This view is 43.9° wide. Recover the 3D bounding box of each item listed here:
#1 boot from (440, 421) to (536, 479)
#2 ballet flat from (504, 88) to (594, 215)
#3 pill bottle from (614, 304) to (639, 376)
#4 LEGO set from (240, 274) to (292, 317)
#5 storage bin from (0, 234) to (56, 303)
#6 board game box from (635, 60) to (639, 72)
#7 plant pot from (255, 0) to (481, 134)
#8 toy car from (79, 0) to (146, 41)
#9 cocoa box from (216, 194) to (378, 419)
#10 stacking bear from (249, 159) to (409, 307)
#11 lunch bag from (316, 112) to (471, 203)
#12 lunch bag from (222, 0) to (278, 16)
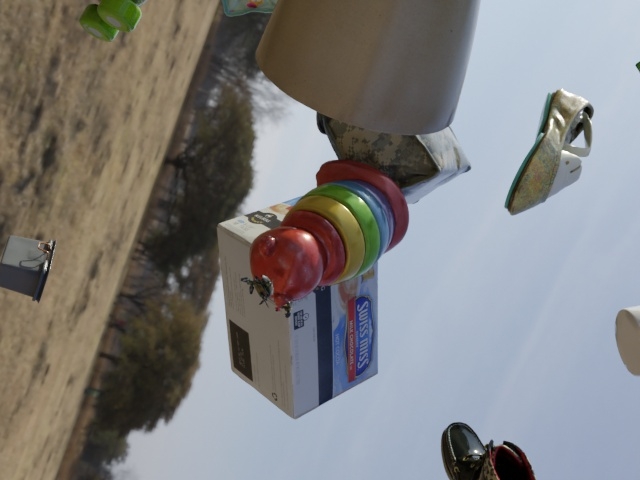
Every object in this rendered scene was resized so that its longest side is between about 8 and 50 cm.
[{"bbox_3d":[0.265,0.352,1.250,0.236,0.085,0.178,-107,-164,-45],"label":"boot"},{"bbox_3d":[0.442,-0.164,1.482,0.348,0.123,0.123,-58,-179,-40],"label":"ballet flat"},{"bbox_3d":[0.514,0.118,1.047,0.124,0.222,0.124,171,-90,-88],"label":"pill bottle"},{"bbox_3d":[-0.066,0.068,1.045,0.023,0.083,0.054,-43,172,-37],"label":"LEGO set"},{"bbox_3d":[-0.577,0.044,1.553,0.098,0.091,0.135,-62,-157,27],"label":"storage bin"},{"bbox_3d":[0.442,-0.093,0.714,0.213,0.046,0.317,-41,-124,47],"label":"board game box"},{"bbox_3d":[0.081,-0.303,0.904,0.256,0.257,0.274,-87,-167,-56],"label":"plant pot"},{"bbox_3d":[-0.297,-0.375,1.007,0.149,0.188,0.155,5,-114,57],"label":"toy car"},{"bbox_3d":[-0.038,0.122,1.566,0.231,0.228,0.347,28,-51,44],"label":"cocoa box"},{"bbox_3d":[0.000,0.000,1.196,0.289,0.164,0.175,-33,118,-50],"label":"stacking bear"},{"bbox_3d":[0.112,-0.209,1.399,0.169,0.287,0.235,-31,174,24],"label":"lunch bag"},{"bbox_3d":[-0.115,-0.604,1.554,0.223,0.160,0.262,-61,147,-50],"label":"lunch bag"}]
